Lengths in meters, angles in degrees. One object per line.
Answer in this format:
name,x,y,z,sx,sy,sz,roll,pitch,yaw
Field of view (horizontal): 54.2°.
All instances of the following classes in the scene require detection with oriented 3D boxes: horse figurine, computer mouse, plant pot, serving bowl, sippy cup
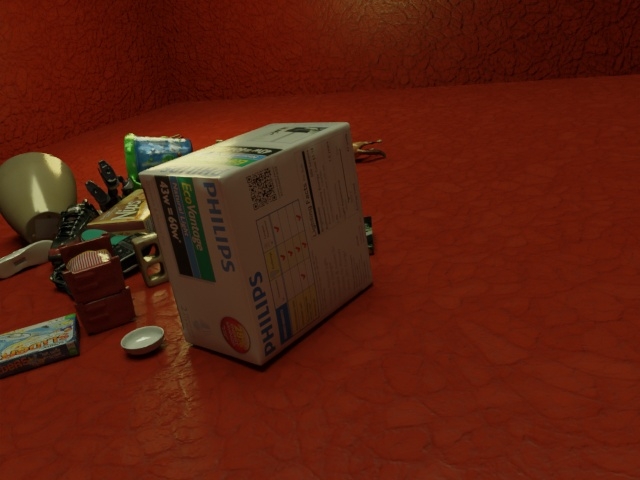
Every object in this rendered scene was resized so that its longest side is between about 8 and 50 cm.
horse figurine,0.111,-0.331,2.294,0.174,0.066,0.263,-21,22,-41
computer mouse,-0.559,0.064,1.613,0.184,0.060,0.262,14,43,36
plant pot,-0.868,-0.100,1.936,0.256,0.256,0.274,-18,39,-21
serving bowl,-0.345,0.200,1.223,0.083,0.027,0.083,-8,23,4
sippy cup,-0.556,-0.264,2.197,0.224,0.305,0.240,-7,-18,-9

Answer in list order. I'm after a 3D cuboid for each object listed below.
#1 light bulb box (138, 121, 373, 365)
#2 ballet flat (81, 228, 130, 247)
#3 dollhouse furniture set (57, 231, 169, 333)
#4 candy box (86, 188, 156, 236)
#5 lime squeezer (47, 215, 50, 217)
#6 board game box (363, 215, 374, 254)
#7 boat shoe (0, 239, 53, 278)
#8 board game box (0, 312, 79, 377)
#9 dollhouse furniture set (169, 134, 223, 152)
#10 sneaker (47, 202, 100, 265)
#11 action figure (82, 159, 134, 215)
light bulb box,-0.104,-0.015,1.213,0.225,0.358,0.361,7,26,39
ballet flat,-0.577,0.015,1.724,0.188,0.070,0.070,10,28,25
dollhouse furniture set,-0.386,0.053,1.433,0.374,0.152,0.201,-19,24,-22
candy box,-0.540,-0.075,1.898,0.183,0.087,0.316,-4,23,14
lime squeezer,-0.961,-0.119,2.180,0.059,0.110,0.310,-26,-9,2
board game box,0.000,0.000,1.538,0.259,0.030,0.136,-6,37,7
boat shoe,-0.834,0.050,1.759,0.063,0.066,0.184,15,42,44
board game box,-0.597,0.218,1.271,0.201,0.035,0.136,-16,23,-16
dollhouse furniture set,-0.495,-0.342,2.472,0.259,0.135,0.262,10,29,40
sneaker,-0.708,-0.027,1.792,0.097,0.135,0.276,-4,24,8
action figure,-0.674,-0.143,1.983,0.185,0.099,0.285,-49,-1,-20
